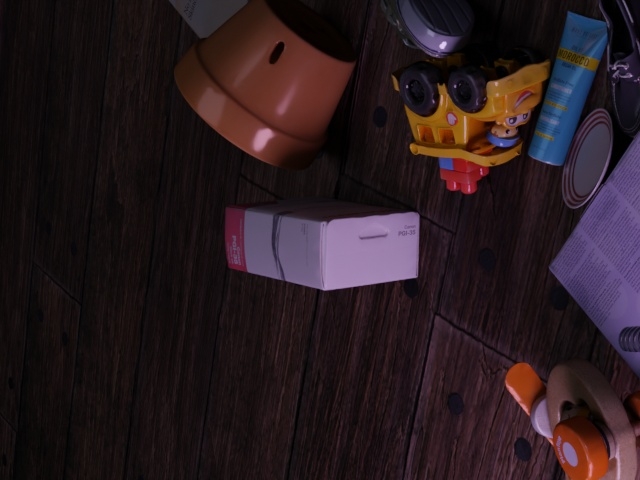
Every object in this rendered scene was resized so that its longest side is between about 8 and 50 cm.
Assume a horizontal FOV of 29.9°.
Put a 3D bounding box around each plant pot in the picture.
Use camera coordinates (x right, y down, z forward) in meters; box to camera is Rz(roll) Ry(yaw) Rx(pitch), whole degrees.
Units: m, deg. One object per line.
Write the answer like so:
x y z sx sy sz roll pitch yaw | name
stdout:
-0.076 -0.291 2.054 0.203 0.291 0.291 -52 53 23 | plant pot

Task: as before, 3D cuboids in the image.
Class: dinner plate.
0.367 -0.110 1.634 0.141 0.017 0.141 -165 90 -77 | dinner plate

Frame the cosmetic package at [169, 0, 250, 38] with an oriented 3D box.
-0.187 -0.476 2.297 0.309 0.113 0.160 50 131 36 | cosmetic package

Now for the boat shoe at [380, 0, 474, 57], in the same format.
0.157 -0.339 1.816 0.302 0.109 0.094 -101 24 -56 | boat shoe

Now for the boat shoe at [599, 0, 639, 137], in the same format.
0.396 -0.237 1.580 0.075 0.065 0.206 0 94 53 | boat shoe

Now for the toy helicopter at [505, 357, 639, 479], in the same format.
0.350 0.312 1.637 0.235 0.140 0.355 46 148 52 | toy helicopter

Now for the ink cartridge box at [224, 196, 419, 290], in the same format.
0.000 0.000 2.020 0.283 0.207 0.117 11 104 53 | ink cartridge box

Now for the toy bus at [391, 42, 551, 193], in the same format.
0.229 -0.172 1.762 0.220 0.149 0.211 11 116 50 | toy bus

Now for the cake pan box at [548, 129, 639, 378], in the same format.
0.442 0.025 1.549 0.246 0.070 0.267 53 133 33 | cake pan box

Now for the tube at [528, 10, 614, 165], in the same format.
0.346 -0.210 1.673 0.080 0.052 0.207 28 109 38 | tube
